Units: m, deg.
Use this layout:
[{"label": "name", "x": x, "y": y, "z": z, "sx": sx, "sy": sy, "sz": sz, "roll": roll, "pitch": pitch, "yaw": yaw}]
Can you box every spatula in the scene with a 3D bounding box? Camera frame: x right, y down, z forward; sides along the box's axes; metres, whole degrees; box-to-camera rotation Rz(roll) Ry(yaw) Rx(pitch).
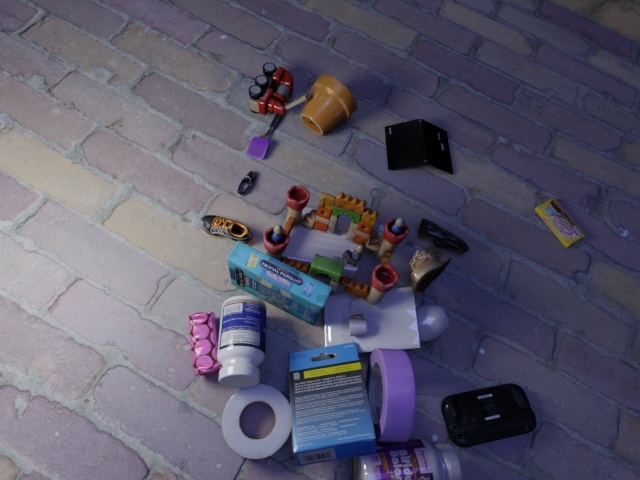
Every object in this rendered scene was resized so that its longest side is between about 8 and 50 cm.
[{"label": "spatula", "x": -0.220, "y": -0.466, "z": 1.824, "sx": 0.084, "sy": 0.030, "sz": 0.296, "roll": 17, "pitch": 63, "yaw": 18}]

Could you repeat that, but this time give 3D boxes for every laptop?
[{"label": "laptop", "x": 0.434, "y": -0.399, "z": 1.897, "sx": 0.264, "sy": 0.136, "sz": 0.234, "roll": 13, "pitch": 64, "yaw": -30}]

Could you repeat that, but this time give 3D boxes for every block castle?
[{"label": "block castle", "x": 0.059, "y": -0.003, "z": 1.475, "sx": 0.453, "sy": 0.213, "sz": 0.303, "roll": 19, "pitch": 52, "yaw": 4}]

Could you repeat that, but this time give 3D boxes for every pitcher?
[{"label": "pitcher", "x": 0.333, "y": 0.284, "z": 1.534, "sx": 0.207, "sy": 0.125, "sz": 0.177, "roll": -22, "pitch": 71, "yaw": -5}]

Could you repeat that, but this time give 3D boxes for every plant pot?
[{"label": "plant pot", "x": 0.019, "y": -0.555, "z": 1.819, "sx": 0.205, "sy": 0.205, "sz": 0.188, "roll": 37, "pitch": 82, "yaw": 8}]

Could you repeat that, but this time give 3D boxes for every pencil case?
[{"label": "pencil case", "x": -0.379, "y": 0.337, "z": 1.427, "sx": 0.098, "sy": 0.095, "sz": 0.209, "roll": -23, "pitch": 70, "yaw": 21}]

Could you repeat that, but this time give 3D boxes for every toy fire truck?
[{"label": "toy fire truck", "x": -0.159, "y": -0.630, "z": 1.830, "sx": 0.246, "sy": 0.158, "sz": 0.217, "roll": 22, "pitch": 65, "yaw": 4}]

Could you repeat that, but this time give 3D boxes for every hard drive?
[{"label": "hard drive", "x": 0.173, "y": 0.281, "z": 1.493, "sx": 0.319, "sy": 0.040, "sz": 0.210, "roll": -7, "pitch": 66, "yaw": 12}]

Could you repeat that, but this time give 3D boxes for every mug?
[{"label": "mug", "x": 0.130, "y": 0.282, "z": 1.449, "sx": 0.064, "sy": 0.062, "sz": 0.078, "roll": -3, "pitch": 74, "yaw": 5}]

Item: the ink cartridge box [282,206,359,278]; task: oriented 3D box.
[{"label": "ink cartridge box", "x": 0.000, "y": 0.000, "z": 1.637, "sx": 0.296, "sy": 0.066, "sz": 0.261, "roll": 11, "pitch": 51, "yaw": -3}]

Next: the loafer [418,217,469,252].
[{"label": "loafer", "x": 0.484, "y": -0.005, "z": 1.711, "sx": 0.220, "sy": 0.080, "sz": 0.078, "roll": 31, "pitch": 99, "yaw": 5}]

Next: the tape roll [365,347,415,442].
[{"label": "tape roll", "x": 0.212, "y": 0.480, "z": 1.346, "sx": 0.090, "sy": 0.275, "sz": 0.274, "roll": 5, "pitch": 66, "yaw": -6}]

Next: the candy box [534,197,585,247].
[{"label": "candy box", "x": 1.018, "y": -0.077, "z": 1.832, "sx": 0.105, "sy": 0.027, "sz": 0.206, "roll": -28, "pitch": 73, "yaw": -14}]

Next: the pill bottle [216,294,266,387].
[{"label": "pill bottle", "x": -0.254, "y": 0.325, "z": 1.387, "sx": 0.153, "sy": 0.153, "sz": 0.264, "roll": 2, "pitch": 54, "yaw": -7}]

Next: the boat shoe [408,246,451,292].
[{"label": "boat shoe", "x": 0.372, "y": 0.095, "z": 1.553, "sx": 0.110, "sy": 0.121, "sz": 0.341, "roll": 39, "pitch": 22, "yaw": 18}]

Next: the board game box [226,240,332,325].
[{"label": "board game box", "x": -0.142, "y": 0.151, "z": 1.449, "sx": 0.336, "sy": 0.254, "sz": 0.079, "roll": 27, "pitch": 65, "yaw": 4}]

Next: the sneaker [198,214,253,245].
[{"label": "sneaker", "x": -0.351, "y": -0.051, "z": 1.601, "sx": 0.215, "sy": 0.083, "sz": 0.084, "roll": 18, "pitch": 67, "yaw": 1}]

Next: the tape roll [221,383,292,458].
[{"label": "tape roll", "x": -0.199, "y": 0.569, "z": 1.362, "sx": 0.219, "sy": 0.072, "sz": 0.219, "roll": 3, "pitch": 67, "yaw": -6}]

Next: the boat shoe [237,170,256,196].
[{"label": "boat shoe", "x": -0.293, "y": -0.232, "z": 1.710, "sx": 0.046, "sy": 0.038, "sz": 0.125, "roll": 29, "pitch": 66, "yaw": 5}]

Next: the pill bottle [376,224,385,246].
[{"label": "pill bottle", "x": 0.239, "y": -0.016, "z": 1.688, "sx": 0.043, "sy": 0.043, "sz": 0.083, "roll": 10, "pitch": 66, "yaw": -4}]

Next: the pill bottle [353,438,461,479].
[{"label": "pill bottle", "x": 0.264, "y": 0.705, "z": 1.315, "sx": 0.302, "sy": 0.169, "sz": 0.169, "roll": -3, "pitch": 67, "yaw": -9}]

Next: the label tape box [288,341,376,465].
[{"label": "label tape box", "x": 0.029, "y": 0.505, "z": 1.360, "sx": 0.241, "sy": 0.106, "sz": 0.333, "roll": -10, "pitch": 40, "yaw": 1}]

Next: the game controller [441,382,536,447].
[{"label": "game controller", "x": 0.577, "y": 0.594, "z": 1.474, "sx": 0.319, "sy": 0.067, "sz": 0.166, "roll": -7, "pitch": 54, "yaw": -11}]
